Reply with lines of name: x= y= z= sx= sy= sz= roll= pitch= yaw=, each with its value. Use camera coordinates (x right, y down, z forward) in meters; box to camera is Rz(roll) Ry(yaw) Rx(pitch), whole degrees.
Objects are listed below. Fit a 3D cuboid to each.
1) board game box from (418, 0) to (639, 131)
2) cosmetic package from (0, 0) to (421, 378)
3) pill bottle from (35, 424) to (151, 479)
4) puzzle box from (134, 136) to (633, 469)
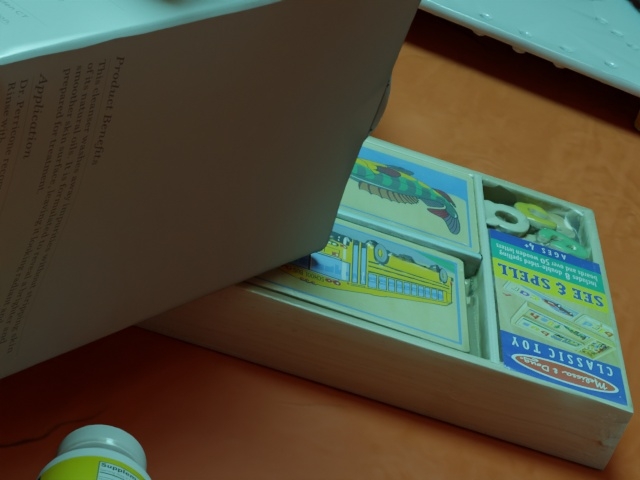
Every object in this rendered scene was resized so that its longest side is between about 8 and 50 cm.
board game box: x=0.200 y=-0.239 z=1.863 sx=0.390 sy=0.050 sz=0.390 roll=22 pitch=28 yaw=-1
cosmetic package: x=-0.122 y=-0.074 z=1.065 sx=0.156 sy=0.217 sz=0.385 roll=34 pitch=29 yaw=22
pill bottle: x=-0.113 y=0.143 z=0.956 sx=0.065 sy=0.065 sz=0.116 roll=17 pitch=28 yaw=-9
puzzle box: x=0.000 y=0.000 z=1.301 sx=0.409 sy=0.052 sz=0.272 roll=18 pitch=29 yaw=-8
